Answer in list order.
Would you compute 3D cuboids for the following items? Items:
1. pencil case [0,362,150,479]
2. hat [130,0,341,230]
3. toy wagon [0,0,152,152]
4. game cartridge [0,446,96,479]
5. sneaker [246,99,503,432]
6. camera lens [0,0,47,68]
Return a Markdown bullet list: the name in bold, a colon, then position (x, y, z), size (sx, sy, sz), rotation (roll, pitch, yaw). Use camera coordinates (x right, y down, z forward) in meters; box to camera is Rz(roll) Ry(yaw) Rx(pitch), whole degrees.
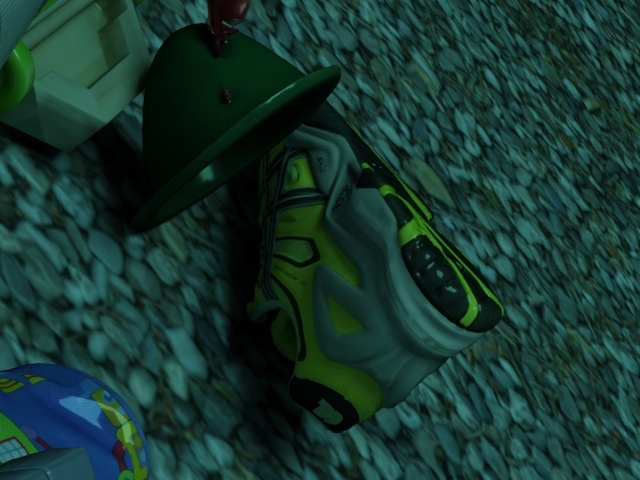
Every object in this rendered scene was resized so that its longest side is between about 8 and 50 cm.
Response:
- **pencil case**: position (-0.189, 0.136, 0.878), size (0.133, 0.119, 0.306), rotation (38, 19, 15)
- **hat**: position (-0.102, -0.134, 1.348), size (0.183, 0.173, 0.208), rotation (52, 34, 3)
- **toy wagon**: position (-0.243, -0.221, 1.319), size (0.344, 0.068, 0.267), rotation (51, 23, -9)
- **game cartridge**: position (-0.112, 0.277, 0.773), size (0.230, 0.068, 0.355), rotation (-22, 99, -60)
- **sneaker**: position (0.000, 0.000, 1.425), size (0.145, 0.147, 0.384), rotation (43, 8, -21)
- **camera lens**: position (-0.251, -0.163, 1.032), size (0.219, 0.219, 0.274), rotation (48, 24, -17)
